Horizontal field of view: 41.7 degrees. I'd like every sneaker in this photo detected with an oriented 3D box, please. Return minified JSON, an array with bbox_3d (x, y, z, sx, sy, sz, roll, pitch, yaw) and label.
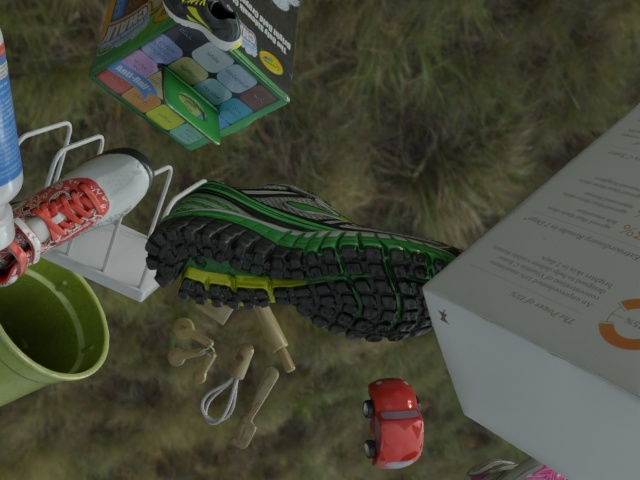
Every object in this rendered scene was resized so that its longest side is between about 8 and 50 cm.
[{"bbox_3d":[-0.099,-0.198,0.721,0.031,0.083,0.035,-50,168,-36],"label":"sneaker"},{"bbox_3d":[-0.345,-0.022,1.089,0.270,0.145,0.090,-21,114,17],"label":"sneaker"},{"bbox_3d":[0.000,0.000,0.886,0.343,0.146,0.134,13,134,7],"label":"sneaker"},{"bbox_3d":[0.285,0.392,1.334,0.103,0.111,0.252,17,134,-23],"label":"sneaker"}]

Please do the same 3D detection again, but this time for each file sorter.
[{"bbox_3d":[-0.353,-0.060,1.367,0.278,0.193,0.173,23,110,5],"label":"file sorter"}]

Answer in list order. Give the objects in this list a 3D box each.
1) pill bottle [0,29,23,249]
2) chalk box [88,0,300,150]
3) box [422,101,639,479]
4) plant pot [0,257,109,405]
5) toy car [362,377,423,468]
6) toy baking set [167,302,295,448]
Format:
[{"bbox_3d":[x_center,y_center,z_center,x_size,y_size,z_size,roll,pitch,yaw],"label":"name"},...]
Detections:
[{"bbox_3d":[-0.360,-0.097,0.823,0.124,0.124,0.221,-8,118,-17],"label":"pill bottle"},{"bbox_3d":[-0.152,-0.243,1.047,0.179,0.289,0.180,-20,139,32],"label":"chalk box"},{"bbox_3d":[0.295,0.035,0.721,0.345,0.215,0.168,-37,127,-21],"label":"box"},{"bbox_3d":[-0.578,0.186,1.537,0.254,0.276,0.276,-33,147,20],"label":"plant pot"},{"bbox_3d":[0.107,0.294,0.899,0.225,0.239,0.053,32,167,-8],"label":"toy car"},{"bbox_3d":[-0.139,0.194,1.366,0.197,0.256,0.030,-36,168,14],"label":"toy baking set"}]
